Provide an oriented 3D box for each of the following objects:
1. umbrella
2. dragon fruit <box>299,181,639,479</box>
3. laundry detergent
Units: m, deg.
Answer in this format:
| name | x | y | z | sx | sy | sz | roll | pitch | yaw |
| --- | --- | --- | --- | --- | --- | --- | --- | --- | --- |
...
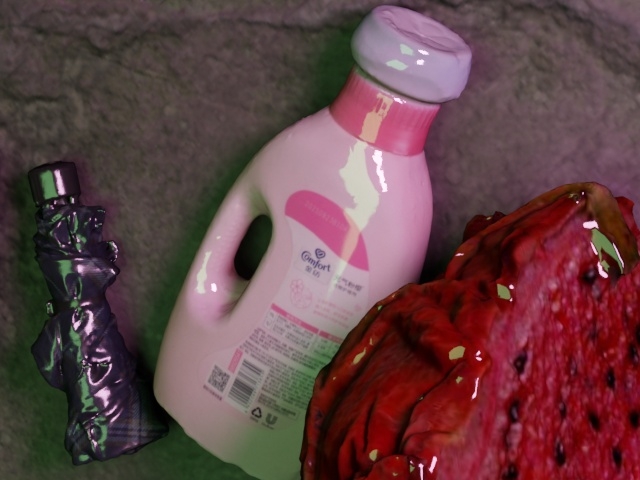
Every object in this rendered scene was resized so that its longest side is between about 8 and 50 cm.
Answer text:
| name | x | y | z | sx | sy | sz | roll | pitch | yaw |
| --- | --- | --- | --- | --- | --- | --- | --- | --- | --- |
| umbrella | -0.180 | 0.052 | 1.372 | 0.071 | 0.080 | 0.224 | 0 | 104 | 60 |
| dragon fruit | 0.108 | 0.120 | 1.111 | 0.240 | 0.330 | 0.302 | 19 | 109 | 19 |
| laundry detergent | 0.000 | 0.000 | 1.262 | 0.159 | 0.088 | 0.335 | 33 | 114 | 17 |
